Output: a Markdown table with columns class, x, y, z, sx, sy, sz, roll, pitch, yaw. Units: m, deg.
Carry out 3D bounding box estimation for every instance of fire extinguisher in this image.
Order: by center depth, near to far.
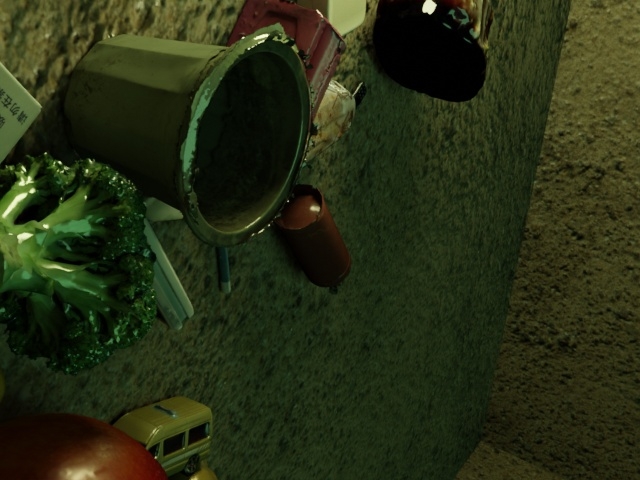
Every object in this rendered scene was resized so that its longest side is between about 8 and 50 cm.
| class | x | y | z | sx | sy | sz | roll | pitch | yaw |
| --- | --- | --- | --- | --- | --- | --- | --- | --- | --- |
| fire extinguisher | 0.000 | 0.000 | 1.733 | 0.337 | 0.106 | 0.147 | 63 | 29 | -57 |

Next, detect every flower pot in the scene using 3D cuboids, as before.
| class | x | y | z | sx | sy | sz | roll | pitch | yaw |
| --- | --- | --- | --- | --- | --- | --- | --- | --- | --- |
| flower pot | -0.175 | -0.157 | 1.111 | 0.290 | 0.259 | 0.291 | -39 | 140 | -44 |

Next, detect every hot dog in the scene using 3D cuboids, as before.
| class | x | y | z | sx | sy | sz | roll | pitch | yaw |
| --- | --- | --- | --- | --- | --- | --- | --- | --- | --- |
| hot dog | -0.030 | -0.212 | 1.543 | 0.268 | 0.075 | 0.144 | -33 | 132 | -44 |

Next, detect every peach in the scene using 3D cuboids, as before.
| class | x | y | z | sx | sy | sz | roll | pitch | yaw |
| --- | --- | --- | --- | --- | --- | --- | --- | --- | --- |
| peach | -0.354 | 0.405 | 1.081 | 0.388 | 0.388 | 0.389 | -41 | 142 | -43 |

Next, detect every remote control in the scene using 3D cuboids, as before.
| class | x | y | z | sx | sy | sz | roll | pitch | yaw |
| --- | --- | --- | --- | --- | --- | --- | --- | --- | --- |
| remote control | -0.273 | 0.024 | 1.230 | 0.055 | 0.102 | 0.277 | -47 | 147 | -24 |
| remote control | 0.067 | -0.283 | 1.732 | 0.096 | 0.014 | 0.039 | -57 | 151 | -24 |

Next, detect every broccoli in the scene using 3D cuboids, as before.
| class | x | y | z | sx | sy | sz | roll | pitch | yaw |
| --- | --- | --- | --- | --- | --- | --- | --- | --- | --- |
| broccoli | -0.307 | 0.022 | 0.976 | 0.270 | 0.269 | 0.270 | -2 | 111 | -75 |

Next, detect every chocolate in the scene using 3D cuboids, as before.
| class | x | y | z | sx | sy | sz | roll | pitch | yaw |
| --- | --- | --- | --- | --- | --- | --- | --- | --- | --- |
| chocolate | 0.242 | -0.452 | 1.724 | 0.340 | 0.225 | 0.210 | 44 | 58 | -62 |

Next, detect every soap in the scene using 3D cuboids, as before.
| class | x | y | z | sx | sy | sz | roll | pitch | yaw |
| --- | --- | --- | --- | --- | --- | --- | --- | --- | --- |
| soap | -0.077 | -0.244 | 1.332 | 0.099 | 0.162 | 0.250 | 29 | 83 | -63 |

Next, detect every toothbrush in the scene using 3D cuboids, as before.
| class | x | y | z | sx | sy | sz | roll | pitch | yaw |
| --- | --- | --- | --- | --- | --- | --- | --- | --- | --- |
| toothbrush | -0.174 | -0.017 | 1.476 | 0.025 | 0.019 | 0.276 | -51 | 149 | -45 |

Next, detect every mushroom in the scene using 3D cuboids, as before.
| class | x | y | z | sx | sy | sz | roll | pitch | yaw |
| --- | --- | --- | --- | --- | --- | --- | --- | --- | --- |
| mushroom | -0.219 | -0.081 | 1.263 | 0.209 | 0.094 | 0.072 | -34 | 143 | -47 |

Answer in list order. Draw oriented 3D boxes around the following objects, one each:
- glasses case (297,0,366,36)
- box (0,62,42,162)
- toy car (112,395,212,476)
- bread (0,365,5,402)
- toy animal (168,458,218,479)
| class | x | y | z | sx | sy | sz | roll | pitch | yaw |
| --- | --- | --- | --- | --- | --- | --- | --- | --- | --- |
| glasses case | 0.022 | -0.503 | 1.430 | 0.131 | 0.070 | 0.313 | -41 | 142 | -43 |
| box | -0.430 | -0.095 | 0.893 | 0.259 | 0.071 | 0.168 | -61 | 152 | -17 |
| toy car | -0.291 | 0.347 | 1.433 | 0.256 | 0.101 | 0.125 | -6 | 109 | -62 |
| bread | -0.450 | 0.166 | 1.026 | 0.134 | 0.085 | 0.173 | -47 | 146 | -37 |
| toy animal | -0.271 | 0.520 | 1.542 | 0.169 | 0.195 | 0.281 | 34 | 80 | -22 |
